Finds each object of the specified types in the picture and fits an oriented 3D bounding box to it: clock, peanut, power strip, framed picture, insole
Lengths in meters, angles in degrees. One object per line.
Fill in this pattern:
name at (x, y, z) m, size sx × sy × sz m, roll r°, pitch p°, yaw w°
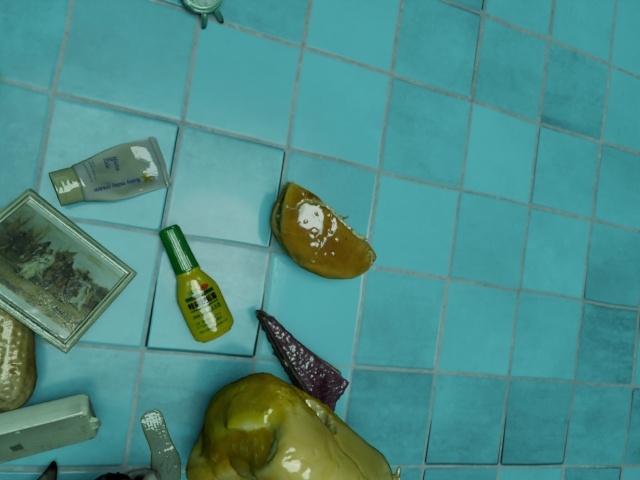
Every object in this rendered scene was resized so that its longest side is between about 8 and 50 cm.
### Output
clock at (-0.266, -0.545, 1.057) m, size 0.101 × 0.041 × 0.135 m, roll -27°, pitch 100°, yaw -19°
peanut at (-0.596, 0.209, 0.899) m, size 0.108 × 0.095 × 0.226 m, roll -2°, pitch 89°, yaw -31°
power strip at (-0.564, 0.367, 0.906) m, size 0.270 × 0.046 × 0.118 m, roll -10°, pitch 137°, yaw -20°
framed picture at (-0.528, 0.053, 0.926) m, size 0.274 × 0.017 × 0.217 m, roll 41°, pitch 53°, yaw -16°
insole at (-0.346, 0.459, 1.039) m, size 0.064 × 0.004 × 0.189 m, roll -16°, pitch 96°, yaw -21°

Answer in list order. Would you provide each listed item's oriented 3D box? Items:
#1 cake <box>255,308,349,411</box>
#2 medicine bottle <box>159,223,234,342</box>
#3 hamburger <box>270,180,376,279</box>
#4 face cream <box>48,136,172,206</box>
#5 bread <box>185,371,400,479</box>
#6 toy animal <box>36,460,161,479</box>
cake at (-0.043, 0.268, 1.098) m, size 0.112 × 0.115 × 0.295 m, roll -41°, pitch 106°, yaw -20°
medicine bottle at (-0.277, 0.091, 1.037) m, size 0.094 × 0.064 × 0.261 m, roll -25°, pitch 97°, yaw -19°
hamburger at (0.000, 0.000, 1.098) m, size 0.283 × 0.144 × 0.157 m, roll 39°, pitch 77°, yaw -18°
face cream at (-0.430, -0.138, 0.988) m, size 0.223 × 0.070 × 0.114 m, roll -22°, pitch 97°, yaw -28°
bread at (-0.062, 0.441, 0.978) m, size 0.394 × 0.361 × 0.250 m, roll 47°, pitch 39°, yaw -12°
toy animal at (-0.486, 0.528, 0.884) m, size 0.343 × 0.302 × 0.195 m, roll -11°, pitch 88°, yaw 4°
